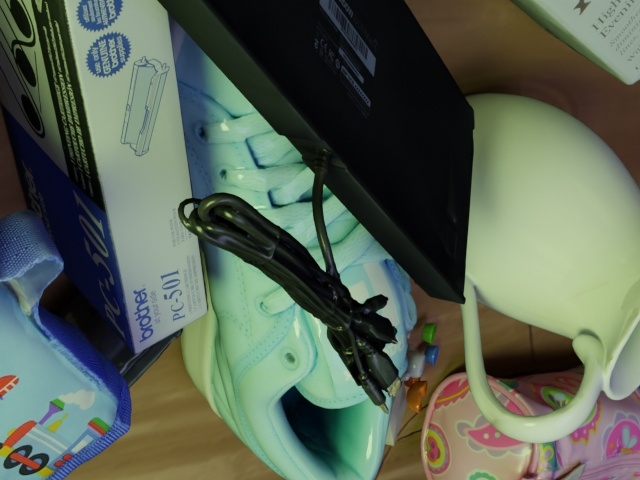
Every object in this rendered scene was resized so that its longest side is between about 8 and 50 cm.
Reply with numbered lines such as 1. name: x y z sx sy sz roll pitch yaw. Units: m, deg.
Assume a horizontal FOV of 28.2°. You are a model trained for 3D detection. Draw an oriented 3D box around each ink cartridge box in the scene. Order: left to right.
1. ink cartridge box: -0.101 -0.054 0.554 0.046 0.097 0.207 -30 141 -24

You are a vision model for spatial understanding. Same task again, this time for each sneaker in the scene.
1. sneaker: 0.000 0.000 0.664 0.135 0.150 0.366 -31 142 -22

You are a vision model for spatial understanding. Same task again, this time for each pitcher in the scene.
1. pitcher: 0.123 0.012 0.752 0.178 0.207 0.125 -31 142 -19

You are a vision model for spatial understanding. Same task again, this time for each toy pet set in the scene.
1. toy pet set: 0.034 0.086 0.882 0.122 0.065 0.114 78 28 -52

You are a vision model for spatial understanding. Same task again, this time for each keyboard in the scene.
1. keyboard: -0.004 -0.052 0.530 0.317 0.033 0.201 45 45 -51

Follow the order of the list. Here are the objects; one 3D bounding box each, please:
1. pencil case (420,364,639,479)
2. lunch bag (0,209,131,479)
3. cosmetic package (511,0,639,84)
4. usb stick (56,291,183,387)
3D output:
1. pencil case: 0.206 0.164 1.061 0.284 0.124 0.124 3 122 -48
2. lunch bag: -0.222 0.075 0.476 0.293 0.138 0.221 -33 145 2
3. cosmetic package: 0.132 -0.182 0.680 0.231 0.085 0.117 19 109 -54
4. usb stick: -0.179 0.120 0.666 0.278 0.077 0.045 -46 118 -1
